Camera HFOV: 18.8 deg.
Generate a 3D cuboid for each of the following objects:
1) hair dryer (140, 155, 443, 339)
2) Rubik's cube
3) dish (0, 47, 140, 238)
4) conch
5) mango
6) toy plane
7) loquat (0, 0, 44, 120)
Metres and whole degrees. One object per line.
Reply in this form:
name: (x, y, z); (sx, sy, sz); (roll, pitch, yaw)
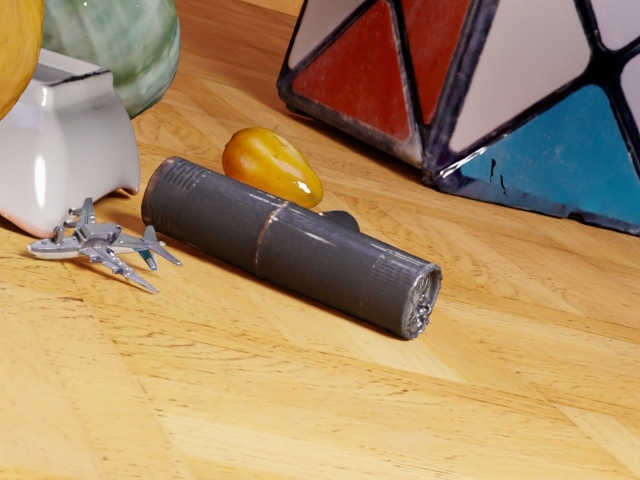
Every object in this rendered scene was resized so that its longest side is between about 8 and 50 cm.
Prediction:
hair dryer: (0.014, 0.006, 1.126); (0.173, 0.050, 0.195); (25, 9, 24)
Rubik's cube: (0.187, -0.198, 1.797); (0.310, 0.307, 0.305); (12, 9, -34)
dish: (-0.183, -0.071, 1.093); (0.151, 0.077, 0.212); (19, 10, 5)
conch: (-0.196, -0.165, 1.347); (0.220, 0.195, 0.277); (28, 37, 27)
mango: (-0.031, -0.046, 1.312); (0.089, 0.046, 0.060); (31, 16, 39)
toy plane: (-0.110, 0.002, 0.972); (0.084, 0.024, 0.078); (8, 32, -43)
loquat: (-0.241, -0.117, 0.902); (0.238, 0.193, 0.238); (29, 20, -12)
